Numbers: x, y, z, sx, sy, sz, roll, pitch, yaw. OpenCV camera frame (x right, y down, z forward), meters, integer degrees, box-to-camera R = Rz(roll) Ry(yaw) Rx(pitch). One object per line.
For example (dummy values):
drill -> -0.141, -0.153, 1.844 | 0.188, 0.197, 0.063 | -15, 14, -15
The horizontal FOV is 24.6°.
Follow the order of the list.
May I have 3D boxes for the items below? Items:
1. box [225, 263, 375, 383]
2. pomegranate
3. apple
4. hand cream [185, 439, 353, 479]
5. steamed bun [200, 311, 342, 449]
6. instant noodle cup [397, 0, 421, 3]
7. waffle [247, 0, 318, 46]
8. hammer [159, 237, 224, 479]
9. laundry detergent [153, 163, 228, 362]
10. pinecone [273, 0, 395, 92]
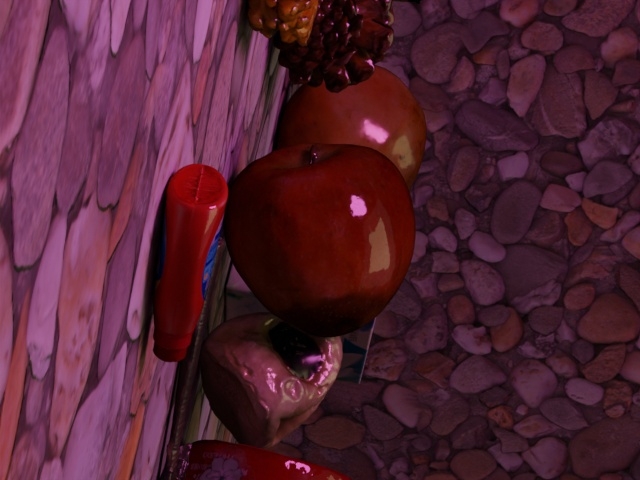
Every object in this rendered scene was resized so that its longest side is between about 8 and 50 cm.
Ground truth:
box -> -0.023, 0.090, 2.037 | 0.274, 0.203, 0.116 | 99, 3, -64
pomegranate -> 0.047, -0.167, 2.305 | 0.270, 0.229, 0.252 | -85, -176, -46
apple -> 0.000, 0.000, 1.690 | 0.230, 0.230, 0.229 | 11, 90, -88
hand cream -> -0.072, 0.333, 1.744 | 0.230, 0.230, 0.149 | 97, 8, -71
steamed bun -> -0.048, 0.154, 1.757 | 0.155, 0.140, 0.172 | -28, 158, -24
instant noodle cup -> 0.069, -0.426, 2.011 | 0.230, 0.182, 0.230 | 12, 90, -89
waffle -> -0.030, -0.301, 1.494 | 0.193, 0.070, 0.197 | -59, 157, -85
hammer -> -0.138, 0.139, 1.538 | 0.125, 0.027, 0.297 | -70, 170, -77
laundry detergent -> -0.114, 0.024, 1.219 | 0.097, 0.049, 0.165 | -83, -174, -62
pinecone -> 0.017, -0.276, 1.860 | 0.195, 0.150, 0.179 | -102, -163, -86
